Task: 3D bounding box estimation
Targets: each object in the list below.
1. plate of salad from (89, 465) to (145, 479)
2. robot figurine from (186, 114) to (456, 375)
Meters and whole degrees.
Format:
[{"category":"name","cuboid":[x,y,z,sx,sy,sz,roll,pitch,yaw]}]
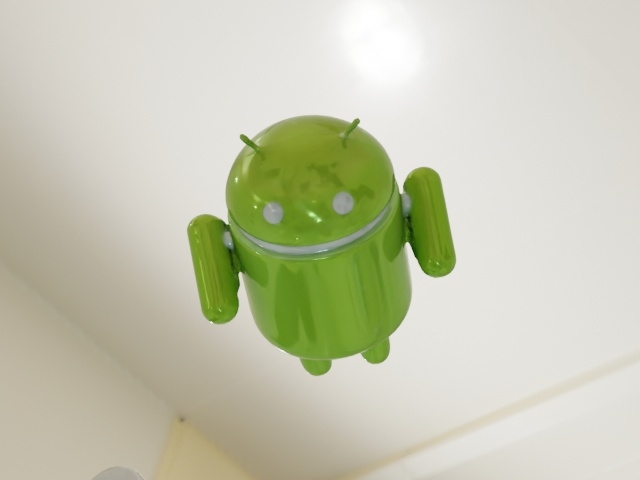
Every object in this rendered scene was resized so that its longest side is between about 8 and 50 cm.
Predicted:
[{"category":"plate of salad","cuboid":[-0.125,0.187,0.688,0.048,0.200,0.199,24,-128,-22]},{"category":"robot figurine","cuboid":[0.000,0.000,0.635,0.067,0.101,0.115,-100,-1,-49]}]
